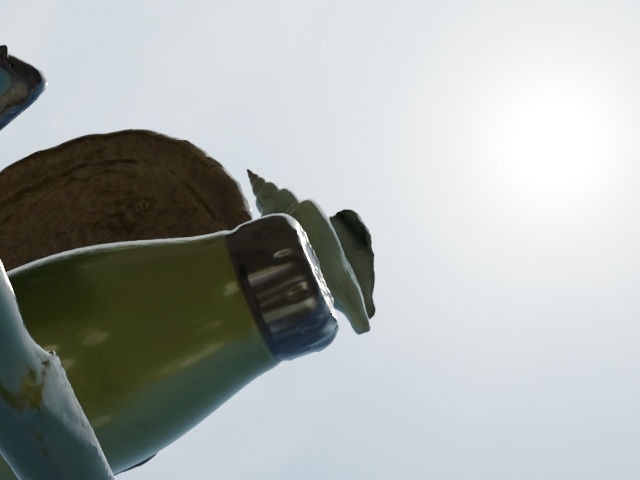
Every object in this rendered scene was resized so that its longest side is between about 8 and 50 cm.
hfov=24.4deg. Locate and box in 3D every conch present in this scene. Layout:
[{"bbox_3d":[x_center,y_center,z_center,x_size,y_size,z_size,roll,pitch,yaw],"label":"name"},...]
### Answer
[{"bbox_3d":[-0.006,0.005,1.279,0.180,0.065,0.088,52,-150,11],"label":"conch"}]

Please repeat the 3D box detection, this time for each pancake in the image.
[{"bbox_3d":[-0.174,0.042,1.041,0.288,0.033,0.286,-27,-127,-6],"label":"pancake"}]

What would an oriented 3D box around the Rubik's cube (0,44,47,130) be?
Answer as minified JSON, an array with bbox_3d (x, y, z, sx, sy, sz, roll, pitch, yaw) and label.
[{"bbox_3d":[-0.256,-0.061,0.699,0.228,0.233,0.229,-7,-130,-15],"label":"Rubik's cube"}]

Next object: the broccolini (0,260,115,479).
[{"bbox_3d":[-0.104,-0.004,0.460,0.074,0.392,0.079,-36,-143,-23],"label":"broccolini"}]

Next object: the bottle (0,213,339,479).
[{"bbox_3d":[-0.121,0.062,0.722,0.260,0.112,0.112,-21,-144,3],"label":"bottle"}]
